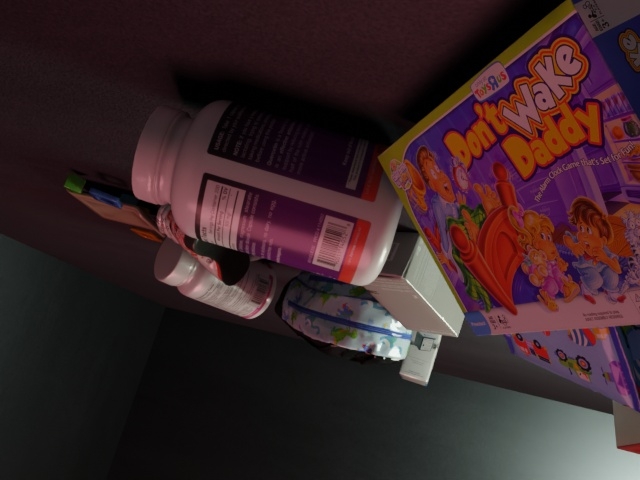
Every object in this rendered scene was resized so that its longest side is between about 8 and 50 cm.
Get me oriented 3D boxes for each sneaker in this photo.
[{"bbox_3d":[-0.256,0.001,1.428,0.145,0.090,0.270,35,170,25],"label":"sneaker"}]

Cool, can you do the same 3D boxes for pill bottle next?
[{"bbox_3d":[-0.061,-0.068,0.828,0.323,0.182,0.181,17,166,1],"label":"pill bottle"},{"bbox_3d":[-0.266,0.085,1.664,0.283,0.160,0.160,27,162,-35],"label":"pill bottle"}]

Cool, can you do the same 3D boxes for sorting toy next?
[{"bbox_3d":[-0.464,-0.077,1.516,0.196,0.047,0.348,18,166,10],"label":"sorting toy"}]

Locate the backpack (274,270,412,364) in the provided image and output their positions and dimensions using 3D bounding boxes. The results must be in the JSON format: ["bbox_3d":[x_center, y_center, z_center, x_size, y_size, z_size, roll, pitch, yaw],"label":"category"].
[{"bbox_3d":[0.073,0.165,1.475,0.290,0.273,0.355,20,-171,-11],"label":"backpack"}]

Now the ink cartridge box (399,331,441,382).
[{"bbox_3d":[0.278,0.286,1.762,0.082,0.191,0.139,14,165,13],"label":"ink cartridge box"}]

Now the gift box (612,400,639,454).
[{"bbox_3d":[0.506,0.144,0.832,0.255,0.258,0.276,20,151,-22],"label":"gift box"}]

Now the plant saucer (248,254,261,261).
[{"bbox_3d":[-0.179,0.041,1.567,0.119,0.021,0.119,-11,-179,0],"label":"plant saucer"}]

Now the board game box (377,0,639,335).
[{"bbox_3d":[0.196,-0.040,0.583,0.233,0.078,0.347,61,161,2],"label":"board game box"}]

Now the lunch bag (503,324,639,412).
[{"bbox_3d":[0.269,0.020,0.751,0.293,0.138,0.221,54,167,-20],"label":"lunch bag"}]

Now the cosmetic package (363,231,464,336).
[{"bbox_3d":[0.175,0.083,1.229,0.127,0.107,0.238,2,146,42],"label":"cosmetic package"}]
